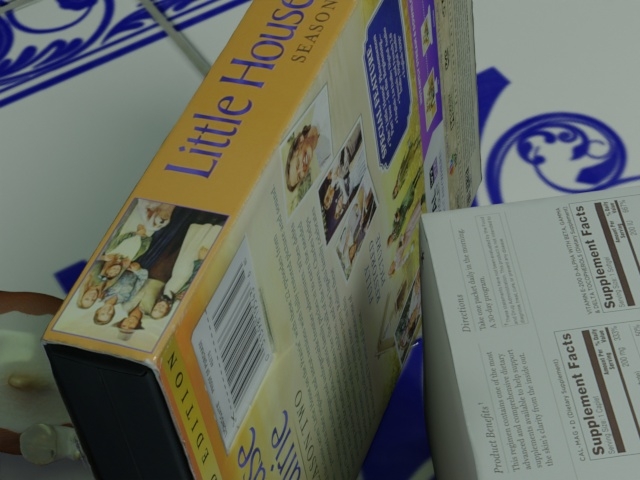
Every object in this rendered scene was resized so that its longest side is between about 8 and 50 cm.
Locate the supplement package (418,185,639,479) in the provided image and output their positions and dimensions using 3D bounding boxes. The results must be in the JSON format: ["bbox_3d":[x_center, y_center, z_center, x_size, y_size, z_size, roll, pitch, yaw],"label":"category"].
[{"bbox_3d":[0.141,0.137,0.739,0.145,0.204,0.261,-7,48,-1],"label":"supplement package"}]

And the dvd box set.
[{"bbox_3d":[0.000,0.000,0.813,0.062,0.307,0.420,11,51,20],"label":"dvd box set"}]

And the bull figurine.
[{"bbox_3d":[-0.211,0.079,0.862,0.310,0.188,0.101,4,87,1],"label":"bull figurine"}]
